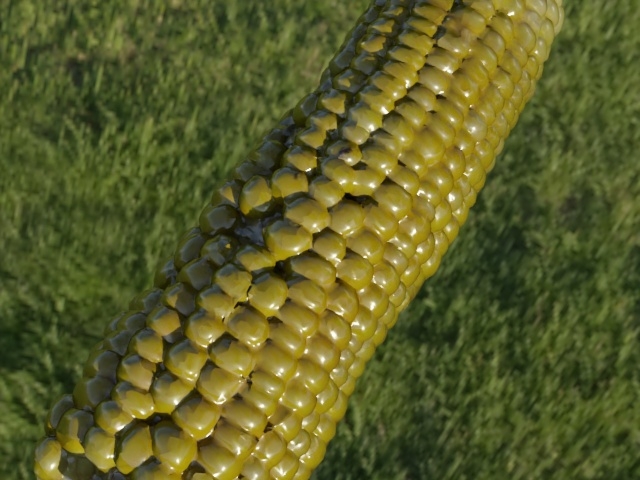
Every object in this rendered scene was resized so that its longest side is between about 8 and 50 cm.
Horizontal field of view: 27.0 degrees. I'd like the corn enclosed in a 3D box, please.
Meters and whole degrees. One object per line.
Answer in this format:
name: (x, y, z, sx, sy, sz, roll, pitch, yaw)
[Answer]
corn: (0.000, 0.000, 0.516, 0.097, 0.097, 0.320, 31, 69, 9)
